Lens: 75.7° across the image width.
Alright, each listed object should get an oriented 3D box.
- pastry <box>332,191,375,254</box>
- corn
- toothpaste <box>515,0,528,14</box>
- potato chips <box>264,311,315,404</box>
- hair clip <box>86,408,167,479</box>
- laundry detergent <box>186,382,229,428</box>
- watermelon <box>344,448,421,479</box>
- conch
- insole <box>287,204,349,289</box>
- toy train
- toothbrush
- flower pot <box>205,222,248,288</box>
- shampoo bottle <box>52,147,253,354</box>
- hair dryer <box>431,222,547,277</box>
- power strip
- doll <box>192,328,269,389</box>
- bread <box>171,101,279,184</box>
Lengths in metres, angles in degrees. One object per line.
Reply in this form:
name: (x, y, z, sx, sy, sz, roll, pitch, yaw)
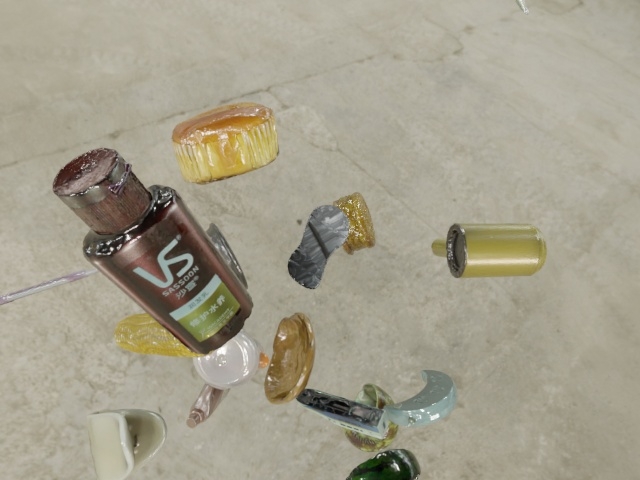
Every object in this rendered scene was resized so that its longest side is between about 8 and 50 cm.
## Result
pastry: (0.106, -0.052, 1.289, 0.103, 0.189, 0.189, -17, 54, 14)
corn: (-0.324, 0.198, 0.877, 0.305, 0.106, 0.106, -11, 46, 30)
toothpaste: (0.191, -0.356, 0.474, 0.218, 0.033, 0.052, 36, 46, -35)
potato chips: (-0.058, 0.263, 0.925, 0.061, 0.195, 0.208, 25, 7, -23)
hair clip: (-0.441, 0.444, 0.891, 0.113, 0.282, 0.173, 2, 64, -54)
laundry detergent: (-0.387, 0.539, 1.461, 0.076, 0.171, 0.237, 23, 19, 8)
watermelon: (0.198, 0.743, 1.297, 0.301, 0.129, 0.123, -11, 54, -23)
conch: (0.144, 0.495, 1.164, 0.124, 0.181, 0.187, 14, 80, -30)
insole: (0.000, 0.000, 0.745, 0.086, 0.005, 0.253, 39, 36, -6)
toy train: (0.043, 0.400, 0.967, 0.233, 0.051, 0.052, 2, 33, 34)
toothbrush: (-0.630, 0.090, 1.042, 0.353, 0.024, 0.029, -20, 54, -13)
flower pot: (-0.381, 0.087, 1.428, 0.166, 0.269, 0.269, -27, 64, -15)
shampoo bottle: (-0.194, 0.030, 0.530, 0.129, 0.323, 0.084, -41, 52, -19)
hair dryer: (0.280, 0.014, 0.765, 0.134, 0.278, 0.090, -2, 90, -2)
power strip: (0.241, 0.376, 0.966, 0.216, 0.137, 0.044, -23, 99, -43)
doll: (-0.297, 0.386, 1.398, 0.250, 0.221, 0.221, 11, 53, 1)
bread: (-0.172, -0.185, 0.749, 0.190, 0.114, 0.132, -14, 37, -8)
